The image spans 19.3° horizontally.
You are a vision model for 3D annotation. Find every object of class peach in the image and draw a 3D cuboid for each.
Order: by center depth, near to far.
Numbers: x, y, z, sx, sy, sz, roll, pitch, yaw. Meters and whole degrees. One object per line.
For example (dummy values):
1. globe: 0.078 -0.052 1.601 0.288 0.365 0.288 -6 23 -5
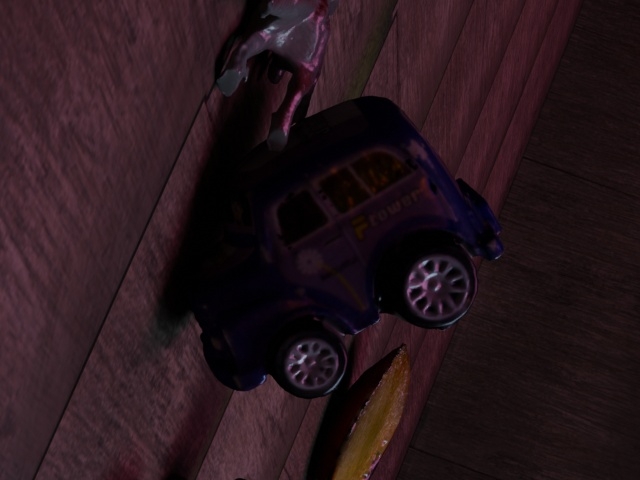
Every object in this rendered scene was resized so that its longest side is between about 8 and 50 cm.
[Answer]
1. peach: 0.045 0.233 2.421 0.189 0.068 0.279 -39 151 -57

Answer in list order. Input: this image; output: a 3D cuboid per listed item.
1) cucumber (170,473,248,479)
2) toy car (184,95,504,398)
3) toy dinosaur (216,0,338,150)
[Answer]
1. cucumber: -0.025 0.269 1.582 0.134 0.244 0.134 -55 -174 9
2. toy car: 0.000 0.000 1.370 0.235 0.158 0.172 -31 -162 -2
3. toy dinosaur: -0.020 -0.153 1.293 0.242 0.053 0.167 79 31 -72
